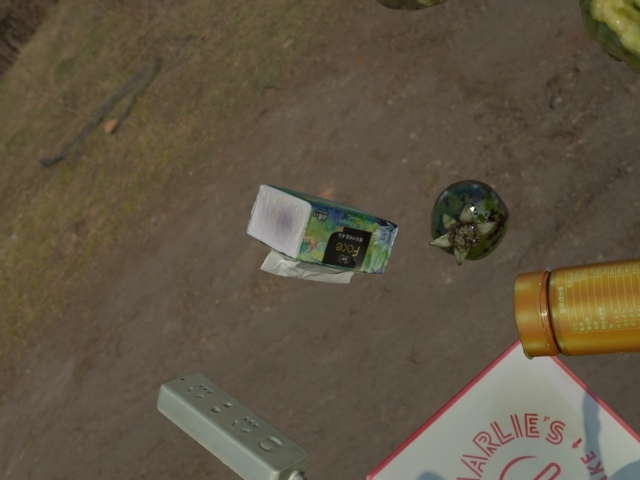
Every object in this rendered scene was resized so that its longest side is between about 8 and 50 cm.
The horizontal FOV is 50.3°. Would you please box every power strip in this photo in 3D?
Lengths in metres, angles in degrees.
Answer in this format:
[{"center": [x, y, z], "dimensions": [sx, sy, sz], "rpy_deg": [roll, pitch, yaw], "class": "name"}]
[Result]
[{"center": [-0.146, 0.325, 1.151], "dimensions": [0.338, 0.098, 0.058], "rpy_deg": [27, 110, 31], "class": "power strip"}]

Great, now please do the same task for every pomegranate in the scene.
[{"center": [0.250, -0.035, 1.179], "dimensions": [0.148, 0.169, 0.148], "rpy_deg": [0, 90, 25], "class": "pomegranate"}]

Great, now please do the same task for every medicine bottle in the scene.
[{"center": [0.304, 0.068, 0.696], "dimensions": [0.192, 0.096, 0.096], "rpy_deg": [-10, 46, 29], "class": "medicine bottle"}]

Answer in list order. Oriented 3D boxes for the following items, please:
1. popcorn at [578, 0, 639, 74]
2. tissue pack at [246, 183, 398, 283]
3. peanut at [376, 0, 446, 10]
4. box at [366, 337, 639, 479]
[{"center": [0.275, -0.200, 0.457], "dimensions": [0.173, 0.168, 0.195], "rpy_deg": [48, 118, 45], "class": "popcorn"}, {"center": [-0.001, 0.001, 0.643], "dimensions": [0.085, 0.111, 0.079], "rpy_deg": [24, 100, 49], "class": "tissue pack"}, {"center": [0.072, -0.329, 0.811], "dimensions": [0.194, 0.093, 0.083], "rpy_deg": [22, 85, 16], "class": "peanut"}, {"center": [0.287, 0.374, 0.992], "dimensions": [0.314, 0.300, 0.312], "rpy_deg": [-39, 66, -10], "class": "box"}]
